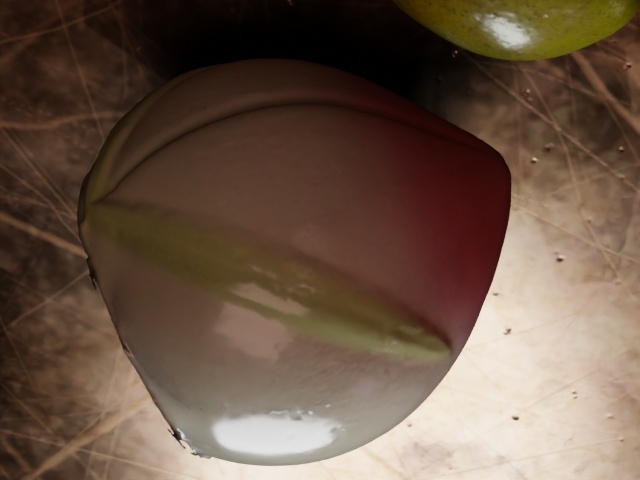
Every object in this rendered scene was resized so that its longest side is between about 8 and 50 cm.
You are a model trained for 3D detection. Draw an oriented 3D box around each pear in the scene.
[{"bbox_3d":[0.128,-0.209,1.181,0.198,0.198,0.198,4,127,5],"label":"pear"}]

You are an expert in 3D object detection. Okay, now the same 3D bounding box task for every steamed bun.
[{"bbox_3d":[0.000,0.000,1.301,0.309,0.309,0.309,4,127,5],"label":"steamed bun"}]
